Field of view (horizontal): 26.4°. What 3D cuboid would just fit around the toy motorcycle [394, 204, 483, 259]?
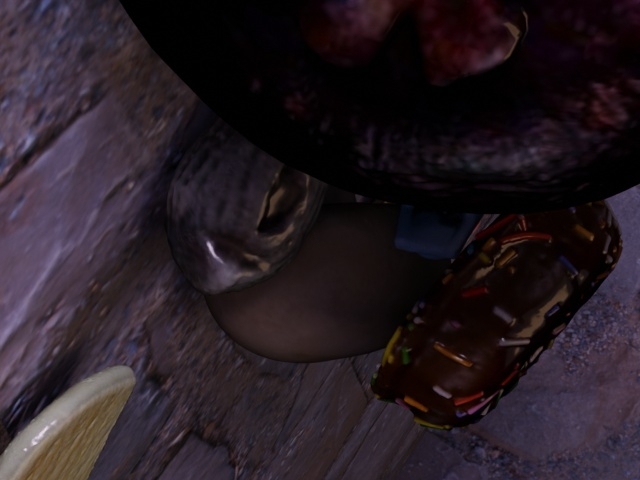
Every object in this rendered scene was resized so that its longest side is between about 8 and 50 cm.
[{"bbox_3d":[0.149,-0.126,1.112,0.416,0.172,0.232,-60,154,-50],"label":"toy motorcycle"}]

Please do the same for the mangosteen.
[{"bbox_3d":[0.088,-0.216,0.646,0.435,0.382,0.382,-67,176,-53],"label":"mangosteen"}]

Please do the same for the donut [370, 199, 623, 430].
[{"bbox_3d":[0.139,0.049,1.028,0.235,0.089,0.235,-45,166,-14],"label":"donut"}]

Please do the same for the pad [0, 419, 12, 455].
[{"bbox_3d":[-0.262,0.212,0.962,0.158,0.003,0.235,-53,163,-23],"label":"pad"}]

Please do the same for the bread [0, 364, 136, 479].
[{"bbox_3d":[-0.211,0.174,0.980,0.112,0.036,0.193,-16,138,-61],"label":"bread"}]

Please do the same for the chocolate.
[{"bbox_3d":[-0.031,-0.074,0.981,0.248,0.110,0.110,-58,164,-5],"label":"chocolate"}]

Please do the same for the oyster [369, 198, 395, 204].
[{"bbox_3d":[0.085,-0.020,1.514,0.177,0.056,0.105,-28,134,-63],"label":"oyster"}]

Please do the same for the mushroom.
[{"bbox_3d":[0.000,0.000,1.113,0.204,0.204,0.204,-52,163,-24],"label":"mushroom"}]
